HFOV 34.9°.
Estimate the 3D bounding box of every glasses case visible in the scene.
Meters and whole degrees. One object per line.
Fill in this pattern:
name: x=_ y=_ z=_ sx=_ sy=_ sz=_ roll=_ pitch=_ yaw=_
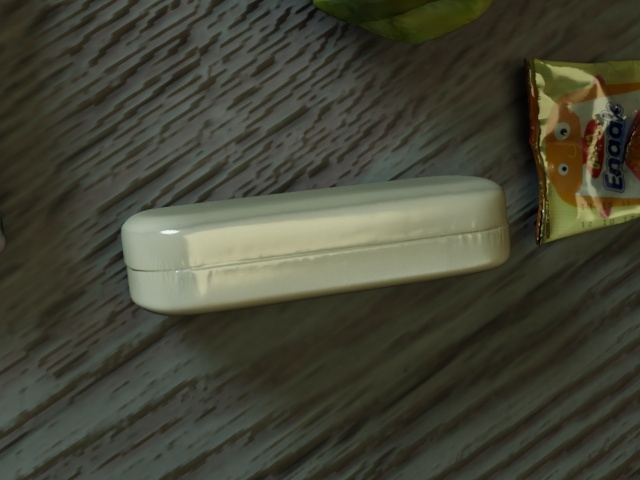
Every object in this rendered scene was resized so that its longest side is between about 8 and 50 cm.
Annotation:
glasses case: x=0.000 y=0.000 z=0.515 sx=0.196 sy=0.083 sz=0.050 roll=-7 pitch=96 yaw=-16

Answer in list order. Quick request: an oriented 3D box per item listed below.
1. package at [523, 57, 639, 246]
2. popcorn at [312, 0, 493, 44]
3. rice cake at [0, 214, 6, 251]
package: x=0.173 y=-0.057 z=0.594 sx=0.121 sy=0.031 sz=0.107 roll=-8 pitch=96 yaw=-17
popcorn: x=0.051 y=-0.189 z=0.479 sx=0.213 sy=0.198 sz=0.197 roll=5 pitch=93 yaw=-42
rice cake: x=-0.196 y=-0.165 z=0.452 sx=0.073 sy=0.056 sz=0.364 roll=-7 pitch=96 yaw=-18
